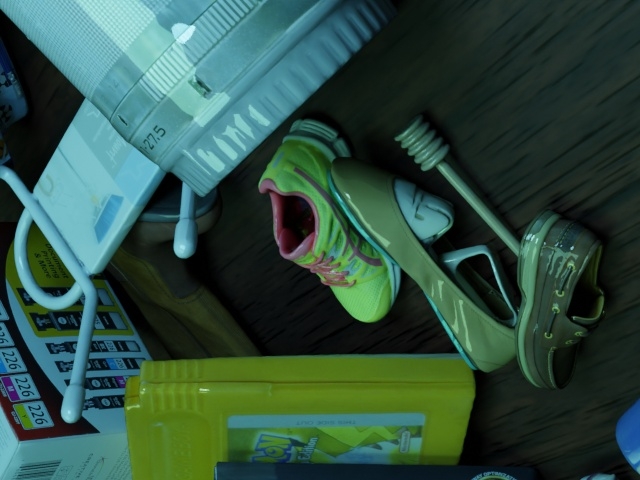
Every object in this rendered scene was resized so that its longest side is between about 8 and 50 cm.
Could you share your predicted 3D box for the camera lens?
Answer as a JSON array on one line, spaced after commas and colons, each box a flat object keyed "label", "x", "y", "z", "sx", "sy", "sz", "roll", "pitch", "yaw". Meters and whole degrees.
[{"label": "camera lens", "x": -0.108, "y": -0.196, "z": 0.901, "sx": 0.274, "sy": 0.219, "sz": 0.219, "roll": 46, "pitch": 145, "yaw": -5}]

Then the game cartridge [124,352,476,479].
[{"label": "game cartridge", "x": -0.025, "y": 0.215, "z": 1.238, "sx": 0.324, "sy": 0.052, "sz": 0.285, "roll": -2, "pitch": 138, "yaw": -5}]

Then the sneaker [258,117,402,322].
[{"label": "sneaker", "x": 0.000, "y": 0.000, "z": 1.109, "sx": 0.081, "sy": 0.094, "sz": 0.208, "roll": 2, "pitch": 129, "yaw": 41}]

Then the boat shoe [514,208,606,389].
[{"label": "boat shoe", "x": 0.195, "y": 0.058, "z": 1.005, "sx": 0.060, "sy": 0.064, "sz": 0.178, "roll": 21, "pitch": 137, "yaw": 31}]

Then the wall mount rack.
[{"label": "wall mount rack", "x": -0.204, "y": -0.031, "z": 1.107, "sx": 0.304, "sy": 0.130, "sz": 0.350, "roll": 51, "pitch": 123, "yaw": 24}]

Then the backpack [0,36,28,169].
[{"label": "backpack", "x": -0.441, "y": -0.170, "z": 1.266, "sx": 0.277, "sy": 0.213, "sz": 0.263, "roll": 13, "pitch": 142, "yaw": 25}]

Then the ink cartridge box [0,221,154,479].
[{"label": "ink cartridge box", "x": -0.283, "y": 0.127, "z": 1.348, "sx": 0.309, "sy": 0.272, "sz": 0.130, "roll": 54, "pitch": 125, "yaw": 32}]

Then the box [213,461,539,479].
[{"label": "box", "x": 0.037, "y": 0.370, "z": 1.314, "sx": 0.318, "sy": 0.097, "sz": 0.395, "roll": 1, "pitch": 140, "yaw": -6}]

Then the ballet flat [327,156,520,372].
[{"label": "ballet flat", "x": 0.101, "y": 0.007, "z": 1.056, "sx": 0.073, "sy": 0.080, "sz": 0.232, "roll": -32, "pitch": 106, "yaw": 26}]

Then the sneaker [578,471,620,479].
[{"label": "sneaker", "x": 0.299, "y": 0.287, "z": 1.137, "sx": 0.185, "sy": 0.069, "sz": 0.084, "roll": 42, "pitch": 150, "yaw": 0}]

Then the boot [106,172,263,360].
[{"label": "boot", "x": -0.132, "y": 0.054, "z": 1.296, "sx": 0.264, "sy": 0.096, "sz": 0.280, "roll": -6, "pitch": 124, "yaw": 45}]

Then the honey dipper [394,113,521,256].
[{"label": "honey dipper", "x": 0.124, "y": -0.034, "z": 1.011, "sx": 0.160, "sy": 0.030, "sz": 0.030, "roll": 46, "pitch": 145, "yaw": -9}]

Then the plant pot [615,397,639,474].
[{"label": "plant pot", "x": 0.334, "y": 0.087, "z": 0.773, "sx": 0.236, "sy": 0.212, "sz": 0.236, "roll": 37, "pitch": 144, "yaw": 8}]
